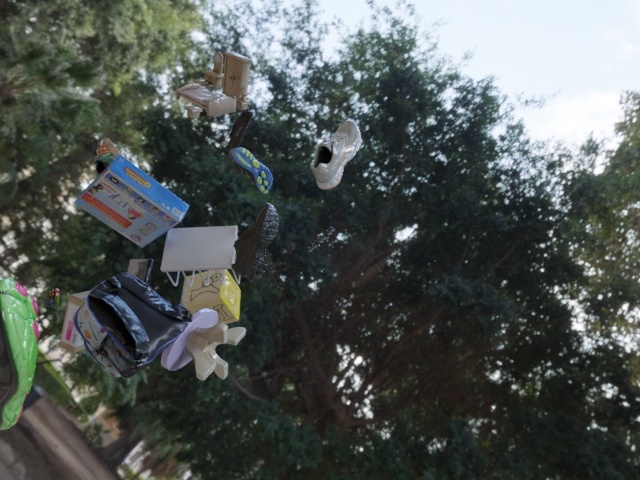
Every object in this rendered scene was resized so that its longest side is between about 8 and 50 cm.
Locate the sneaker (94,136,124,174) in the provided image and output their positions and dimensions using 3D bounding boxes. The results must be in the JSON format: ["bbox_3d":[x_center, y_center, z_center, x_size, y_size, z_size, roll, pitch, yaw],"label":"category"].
[{"bbox_3d":[-0.879,-0.333,1.964,0.302,0.121,0.108,37,-20,45],"label":"sneaker"}]

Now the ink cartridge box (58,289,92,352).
[{"bbox_3d":[-0.973,0.331,2.011,0.088,0.193,0.234,20,-79,15],"label":"ink cartridge box"}]

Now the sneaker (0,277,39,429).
[{"bbox_3d":[-0.754,0.280,1.060,0.482,0.202,0.185,-58,-139,29],"label":"sneaker"}]

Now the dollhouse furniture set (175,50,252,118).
[{"bbox_3d":[-0.453,-0.632,1.867,0.303,0.356,0.173,31,-54,26],"label":"dollhouse furniture set"}]

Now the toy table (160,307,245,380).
[{"bbox_3d":[-0.397,0.367,1.665,0.161,0.274,0.252,20,-43,18],"label":"toy table"}]

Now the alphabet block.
[{"bbox_3d":[-0.488,0.261,2.148,0.197,0.192,0.193,-15,-45,9],"label":"alphabet block"}]

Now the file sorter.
[{"bbox_3d":[-0.466,0.073,1.922,0.278,0.192,0.173,-2,-35,0],"label":"file sorter"}]

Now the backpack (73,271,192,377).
[{"bbox_3d":[-0.558,0.236,1.381,0.213,0.276,0.263,-38,-86,24],"label":"backpack"}]

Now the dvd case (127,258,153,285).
[{"bbox_3d":[-0.800,0.169,2.087,0.030,0.179,0.239,16,-11,-37],"label":"dvd case"}]

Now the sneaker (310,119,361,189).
[{"bbox_3d":[0.049,-0.300,1.551,0.099,0.262,0.121,11,-24,30],"label":"sneaker"}]

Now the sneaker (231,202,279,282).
[{"bbox_3d":[-0.242,-0.002,1.704,0.130,0.286,0.109,17,-5,26],"label":"sneaker"}]

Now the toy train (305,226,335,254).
[{"bbox_3d":[0.000,0.000,1.700,0.027,0.158,0.036,48,-34,-1],"label":"toy train"}]

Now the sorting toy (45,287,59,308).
[{"bbox_3d":[-0.958,0.213,1.709,0.102,0.042,0.061,41,-55,55],"label":"sorting toy"}]

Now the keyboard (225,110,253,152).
[{"bbox_3d":[-0.331,-0.438,1.935,0.023,0.180,0.108,27,-3,-42],"label":"keyboard"}]

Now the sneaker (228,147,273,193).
[{"bbox_3d":[-0.215,-0.220,1.484,0.078,0.067,0.188,21,-21,49],"label":"sneaker"}]

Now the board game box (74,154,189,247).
[{"bbox_3d":[-0.708,-0.135,1.795,0.302,0.086,0.308,-24,-53,39],"label":"board game box"}]
